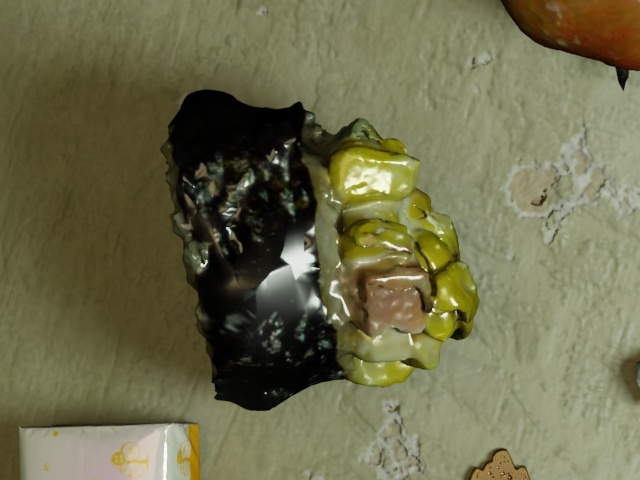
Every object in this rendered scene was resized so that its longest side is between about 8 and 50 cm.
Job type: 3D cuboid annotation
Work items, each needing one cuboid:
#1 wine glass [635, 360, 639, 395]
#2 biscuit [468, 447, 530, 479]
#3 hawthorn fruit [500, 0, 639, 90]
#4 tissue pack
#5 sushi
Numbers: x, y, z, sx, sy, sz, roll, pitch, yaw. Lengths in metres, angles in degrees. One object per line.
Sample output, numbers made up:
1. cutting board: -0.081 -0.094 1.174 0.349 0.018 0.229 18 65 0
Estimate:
1. wine glass: 0.424 0.122 1.761 0.198 0.066 0.066 -17 83 16
2. biscuit: 0.203 0.270 1.835 0.092 0.016 0.082 23 88 14
3. hawthorn fruit: 0.300 -0.294 1.718 0.267 0.268 0.301 -10 109 15
4. tissue pack: -0.230 0.315 1.896 0.185 0.124 0.225 -3 86 17
5. sushi: 0.000 0.000 1.768 0.285 0.328 0.329 -13 69 1
